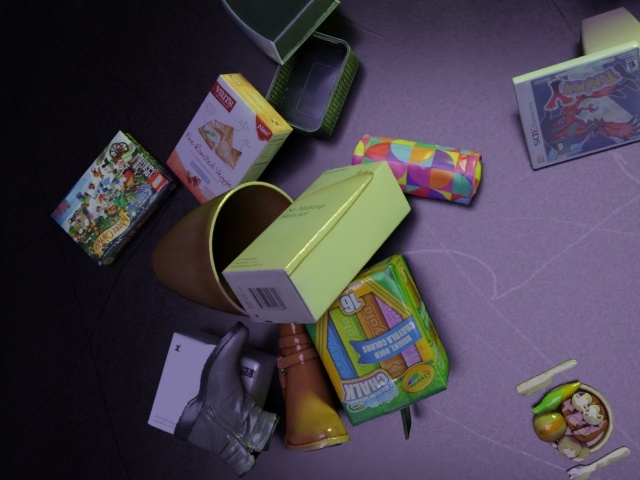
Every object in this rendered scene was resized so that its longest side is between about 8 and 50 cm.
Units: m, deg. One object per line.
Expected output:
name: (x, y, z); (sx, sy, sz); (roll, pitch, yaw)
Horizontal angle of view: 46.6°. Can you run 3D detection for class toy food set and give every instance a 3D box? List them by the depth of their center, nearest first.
toy food set: (0.434, 0.311, 1.275); (0.132, 0.038, 0.192); (-32, 79, 11)

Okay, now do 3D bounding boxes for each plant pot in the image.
plant pot: (0.496, -0.331, 1.272); (0.109, 0.109, 0.096); (-15, 70, 14)
plant pot: (-0.188, 0.027, 1.360); (0.254, 0.237, 0.237); (-7, 84, 42)

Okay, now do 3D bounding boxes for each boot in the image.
boot: (-0.019, 0.233, 1.280); (0.109, 0.283, 0.220); (-7, 91, -3)
boot: (-0.135, 0.275, 1.292); (0.161, 0.083, 0.246); (27, 99, 7)

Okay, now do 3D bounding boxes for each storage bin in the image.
storage bin: (-0.017, -0.295, 1.410); (0.122, 0.084, 0.180); (22, 93, 15)

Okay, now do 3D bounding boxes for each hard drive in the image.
hard drive: (-0.089, -0.454, 1.404); (0.172, 0.054, 0.254); (-46, 50, 8)

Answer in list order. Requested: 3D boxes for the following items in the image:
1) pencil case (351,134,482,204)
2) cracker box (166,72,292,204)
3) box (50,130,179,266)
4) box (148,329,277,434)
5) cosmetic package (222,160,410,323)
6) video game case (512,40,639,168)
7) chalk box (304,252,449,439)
pencil case: (0.171, -0.129, 1.346); (0.237, 0.104, 0.104); (12, 89, 17)
cracker box: (-0.177, -0.178, 1.409); (0.155, 0.067, 0.232); (48, 122, 13)
box: (-0.421, -0.085, 1.522); (0.159, 0.044, 0.233); (43, 97, 14)
box: (-0.200, 0.281, 1.402); (0.181, 0.119, 0.181); (17, 91, 16)
cosmetic package: (0.000, 0.000, 1.254); (0.160, 0.309, 0.113); (-6, 123, 44)
video game case: (0.441, -0.223, 1.255); (0.201, 0.023, 0.183); (-16, 127, 13)
chalk box: (0.112, 0.194, 1.285); (0.179, 0.180, 0.288); (-25, 92, 12)
